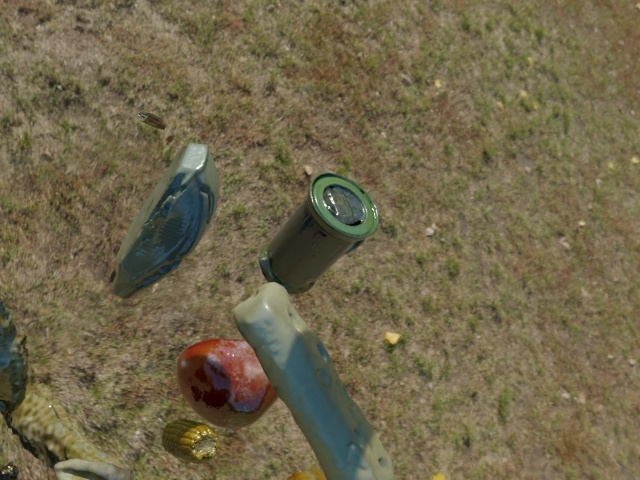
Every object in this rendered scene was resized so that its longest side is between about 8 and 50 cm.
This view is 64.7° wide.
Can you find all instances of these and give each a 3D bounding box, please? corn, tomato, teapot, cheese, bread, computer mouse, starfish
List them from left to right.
[{"bbox_3d":[-0.353,0.123,0.573,0.082,0.324,0.432,-27,82,-36],"label":"starfish"},{"bbox_3d":[-0.497,-0.354,1.484,0.036,0.047,0.083,-65,155,1],"label":"bread"},{"bbox_3d":[-0.347,-0.033,1.173,0.145,0.429,0.228,29,23,-27],"label":"computer mouse"},{"bbox_3d":[-0.237,0.358,0.906,0.068,0.207,0.068,9,72,-29],"label":"corn"},{"bbox_3d":[-0.179,0.306,1.036,0.233,0.200,0.140,16,40,-24],"label":"tomato"},{"bbox_3d":[-0.001,0.121,0.386,0.194,0.043,0.065,60,20,-6],"label":"cheese"},{"bbox_3d":[0.000,0.000,1.356,0.270,0.337,0.200,0,57,-38],"label":"teapot"}]

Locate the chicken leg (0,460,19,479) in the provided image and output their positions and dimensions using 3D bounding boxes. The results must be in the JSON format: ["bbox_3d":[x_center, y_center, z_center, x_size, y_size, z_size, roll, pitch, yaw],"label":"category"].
[{"bbox_3d":[-0.615,0.562,1.036,0.106,0.051,0.253,-71,163,-55],"label":"chicken leg"}]

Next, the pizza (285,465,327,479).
[{"bbox_3d":[-0.076,0.479,0.706,0.086,0.226,0.335,53,31,-19],"label":"pizza"}]
